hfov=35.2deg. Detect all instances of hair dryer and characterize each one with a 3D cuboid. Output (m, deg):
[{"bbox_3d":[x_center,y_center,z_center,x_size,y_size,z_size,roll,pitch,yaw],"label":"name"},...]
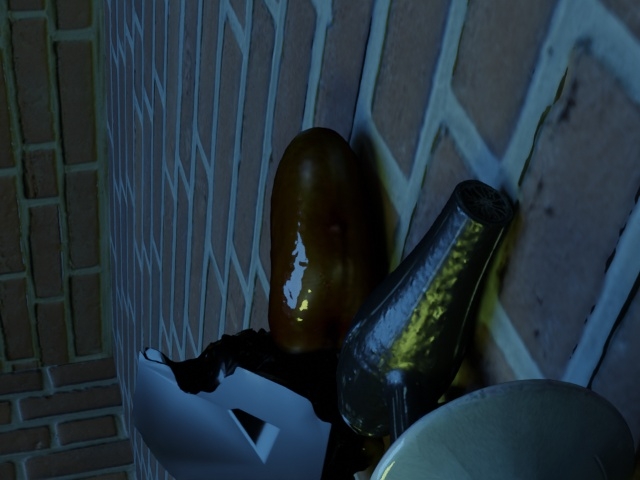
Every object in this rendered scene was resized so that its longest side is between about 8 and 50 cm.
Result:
[{"bbox_3d":[0.063,0.101,0.545,0.219,0.075,0.195,-94,19,-44],"label":"hair dryer"}]

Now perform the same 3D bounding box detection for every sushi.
[{"bbox_3d":[-0.035,0.142,0.802,0.172,0.150,0.153,21,113,27],"label":"sushi"}]

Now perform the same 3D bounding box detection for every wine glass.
[{"bbox_3d":[0.103,0.159,0.372,0.196,0.165,0.165,-108,18,-56],"label":"wine glass"}]

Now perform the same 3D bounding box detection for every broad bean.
[{"bbox_3d":[0.000,0.000,0.743,0.114,0.084,0.165,144,123,-61],"label":"broad bean"}]

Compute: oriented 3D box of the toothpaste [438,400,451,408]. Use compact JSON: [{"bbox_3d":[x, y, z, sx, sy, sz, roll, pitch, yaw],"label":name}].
[{"bbox_3d":[0.088,0.112,0.611,0.083,0.017,0.020,167,96,-72],"label":"toothpaste"}]
